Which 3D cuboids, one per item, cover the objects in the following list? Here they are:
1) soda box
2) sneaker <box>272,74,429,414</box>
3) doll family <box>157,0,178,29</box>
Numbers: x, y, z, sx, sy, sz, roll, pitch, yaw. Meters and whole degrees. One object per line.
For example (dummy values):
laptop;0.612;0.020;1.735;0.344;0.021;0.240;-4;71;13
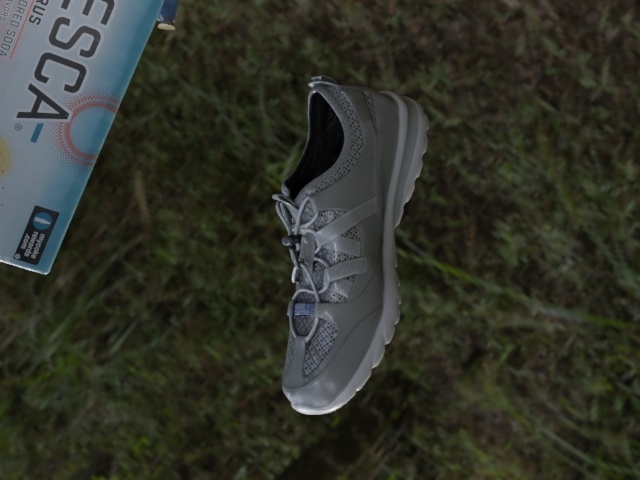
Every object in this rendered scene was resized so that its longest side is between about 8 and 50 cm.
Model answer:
soda box;-0.089;-0.085;0.424;0.063;0.183;0.058;19;-163;-25
sneaker;0.000;0.000;1.024;0.115;0.281;0.105;21;160;-32
doll family;-0.199;-0.257;1.134;0.193;0.111;0.076;8;177;-26
